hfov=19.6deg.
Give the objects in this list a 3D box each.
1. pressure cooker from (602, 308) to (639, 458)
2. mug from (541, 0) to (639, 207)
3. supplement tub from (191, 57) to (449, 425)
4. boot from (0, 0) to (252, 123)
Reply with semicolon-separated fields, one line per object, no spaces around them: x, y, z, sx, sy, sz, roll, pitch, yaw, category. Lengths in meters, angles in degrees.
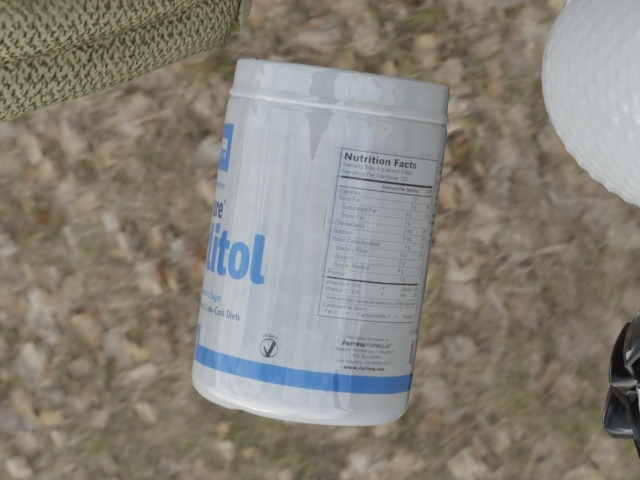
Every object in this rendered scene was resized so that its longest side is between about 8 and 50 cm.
0.494;0.169;1.714;0.370;0.375;0.420;-39;125;4;pressure cooker
0.321;-0.177;1.587;0.374;0.276;0.328;49;164;-22;mug
0.000;0.000;0.581;0.071;0.071;0.107;9;94;30;supplement tub
-0.023;-0.155;0.383;0.095;0.262;0.203;19;129;12;boot
